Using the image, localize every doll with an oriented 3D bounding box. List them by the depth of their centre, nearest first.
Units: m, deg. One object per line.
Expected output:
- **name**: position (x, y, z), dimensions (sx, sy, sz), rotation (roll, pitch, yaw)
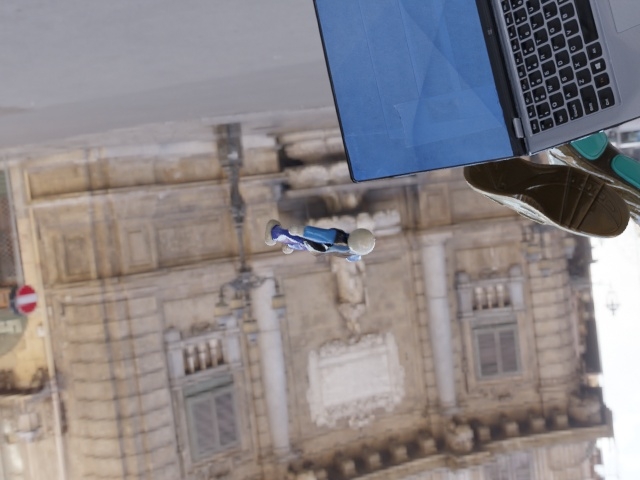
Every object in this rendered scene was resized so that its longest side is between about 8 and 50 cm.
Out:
- **doll**: position (0.000, 0.000, 1.098), dimensions (0.189, 0.046, 0.129), rotation (5, 164, 45)

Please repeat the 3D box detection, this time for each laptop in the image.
- **laptop**: position (0.226, -0.312, 1.016), dimensions (0.408, 0.382, 0.236), rotation (-18, 171, 43)

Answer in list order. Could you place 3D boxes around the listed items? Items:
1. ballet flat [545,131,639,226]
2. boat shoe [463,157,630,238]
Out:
- **ballet flat**: position (0.512, -0.137, 1.435), dimensions (0.116, 0.342, 0.124), rotation (-45, 169, -38)
- **boat shoe**: position (0.408, -0.082, 1.396), dimensions (0.302, 0.109, 0.098), rotation (22, 178, 21)
